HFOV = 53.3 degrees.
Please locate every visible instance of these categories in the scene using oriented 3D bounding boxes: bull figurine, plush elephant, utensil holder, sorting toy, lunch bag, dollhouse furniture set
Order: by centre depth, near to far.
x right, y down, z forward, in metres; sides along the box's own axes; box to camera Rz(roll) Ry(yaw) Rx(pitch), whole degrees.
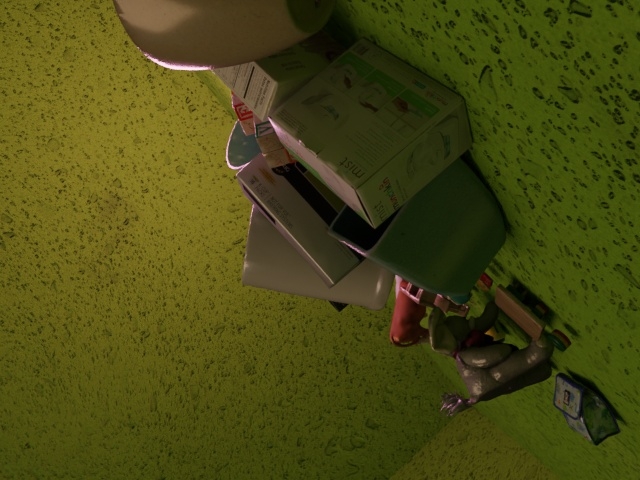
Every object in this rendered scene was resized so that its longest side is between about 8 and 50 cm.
[{"bbox_3d":[0.459,0.149,1.460,0.274,0.046,0.132,46,174,25],"label":"sorting toy"},{"bbox_3d":[0.650,0.411,1.584,0.151,0.096,0.129,64,175,-9],"label":"lunch bag"},{"bbox_3d":[0.423,0.285,1.697,0.272,0.330,0.255,44,-160,-58],"label":"plush elephant"},{"bbox_3d":[0.000,0.000,1.742,0.386,0.327,0.327,10,177,-4],"label":"utensil holder"},{"bbox_3d":[0.362,0.134,1.934,0.184,0.129,0.129,18,-170,-26],"label":"dollhouse furniture set"},{"bbox_3d":[0.309,0.193,2.047,0.189,0.310,0.101,14,177,-18],"label":"bull figurine"}]

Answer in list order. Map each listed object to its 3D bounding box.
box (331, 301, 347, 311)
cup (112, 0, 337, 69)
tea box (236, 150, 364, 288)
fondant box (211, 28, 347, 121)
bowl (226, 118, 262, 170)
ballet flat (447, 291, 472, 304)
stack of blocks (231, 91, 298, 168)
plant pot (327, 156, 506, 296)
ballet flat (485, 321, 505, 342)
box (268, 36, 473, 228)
[{"bbox_3d":[0.091,0.047,2.275,0.179,0.312,0.343,46,174,28],"label":"box"},{"bbox_3d":[-0.109,-0.403,0.938,0.237,0.331,0.331,18,161,25],"label":"cup"},{"bbox_3d":[0.036,-0.115,1.489,0.329,0.323,0.220,49,175,5],"label":"tea box"},{"bbox_3d":[-0.114,-0.387,1.244,0.330,0.238,0.096,47,136,19],"label":"fondant box"},{"bbox_3d":[-0.104,-0.294,1.747,0.163,0.311,0.311,30,-175,-30],"label":"bowl"},{"bbox_3d":[0.340,0.082,1.788,0.241,0.091,0.077,54,-165,-20],"label":"ballet flat"},{"bbox_3d":[-0.094,-0.290,1.354,0.087,0.171,0.297,67,-171,-49],"label":"stack of blocks"},{"bbox_3d":[0.210,-0.026,1.261,0.252,0.247,0.247,36,179,-21],"label":"plant pot"},{"bbox_3d":[0.502,0.273,1.945,0.231,0.077,0.077,117,132,-81],"label":"ballet flat"},{"bbox_3d":[0.081,-0.191,1.093,0.262,0.231,0.126,44,173,37],"label":"box"}]
